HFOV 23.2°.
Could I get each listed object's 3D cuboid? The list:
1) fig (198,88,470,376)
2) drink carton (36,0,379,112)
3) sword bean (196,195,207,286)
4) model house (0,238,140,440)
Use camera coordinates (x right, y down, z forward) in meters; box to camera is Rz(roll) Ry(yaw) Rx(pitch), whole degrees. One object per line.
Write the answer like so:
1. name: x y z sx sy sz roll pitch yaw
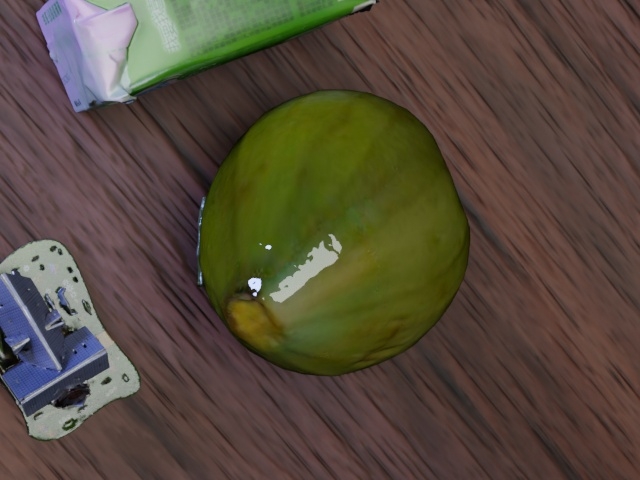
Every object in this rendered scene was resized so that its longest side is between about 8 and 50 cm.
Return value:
1. fig: 0.000 0.000 1.327 0.271 0.239 0.239 -38 104 -56
2. drink carton: -0.095 -0.203 1.346 0.271 0.161 0.108 -24 97 -16
3. sword bean: -0.107 0.001 1.421 0.012 0.012 0.083 2 90 -18
4. model house: -0.231 0.088 1.341 0.117 0.088 0.167 -29 98 -15
